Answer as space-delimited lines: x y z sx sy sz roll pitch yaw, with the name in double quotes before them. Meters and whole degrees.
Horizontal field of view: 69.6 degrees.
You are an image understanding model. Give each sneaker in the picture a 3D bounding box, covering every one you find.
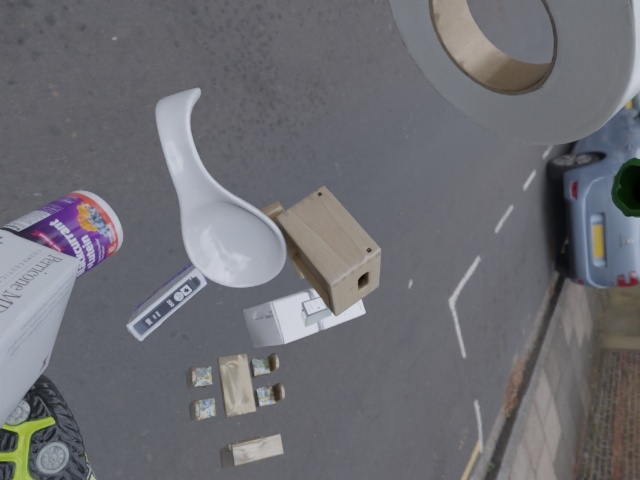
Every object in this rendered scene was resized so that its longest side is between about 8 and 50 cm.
"sneaker" -0.385 0.369 0.643 0.145 0.147 0.385 -19 85 -33

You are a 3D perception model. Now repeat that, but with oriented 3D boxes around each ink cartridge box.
"ink cartridge box" -0.048 0.199 1.277 0.272 0.198 0.115 -13 83 -34
"ink cartridge box" -0.274 0.090 0.902 0.208 0.206 0.045 -43 102 -10

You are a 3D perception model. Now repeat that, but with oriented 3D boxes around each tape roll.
"tape roll" 0.244 -0.300 0.612 0.072 0.392 0.392 -42 125 -9

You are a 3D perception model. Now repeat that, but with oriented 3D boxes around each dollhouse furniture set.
"dollhouse furniture set" -0.182 0.382 1.065 0.212 0.161 0.242 -3 65 -26

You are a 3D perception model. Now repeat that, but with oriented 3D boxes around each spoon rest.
"spoon rest" -0.136 -0.046 0.594 0.084 0.137 0.276 -84 158 -59

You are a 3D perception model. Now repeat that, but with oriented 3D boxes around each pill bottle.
"pill bottle" -0.372 0.018 0.614 0.193 0.108 0.108 -53 127 -52

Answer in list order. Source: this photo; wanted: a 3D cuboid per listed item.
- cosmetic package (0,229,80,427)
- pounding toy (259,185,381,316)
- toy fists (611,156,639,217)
"cosmetic package" -0.347 0.074 0.399 0.183 0.151 0.151 22 21 -12
"pounding toy" -0.003 0.000 0.692 0.094 0.206 0.181 -34 154 -12
"toy fists" 0.475 -0.018 0.541 0.279 0.142 0.096 -81 -178 -67
